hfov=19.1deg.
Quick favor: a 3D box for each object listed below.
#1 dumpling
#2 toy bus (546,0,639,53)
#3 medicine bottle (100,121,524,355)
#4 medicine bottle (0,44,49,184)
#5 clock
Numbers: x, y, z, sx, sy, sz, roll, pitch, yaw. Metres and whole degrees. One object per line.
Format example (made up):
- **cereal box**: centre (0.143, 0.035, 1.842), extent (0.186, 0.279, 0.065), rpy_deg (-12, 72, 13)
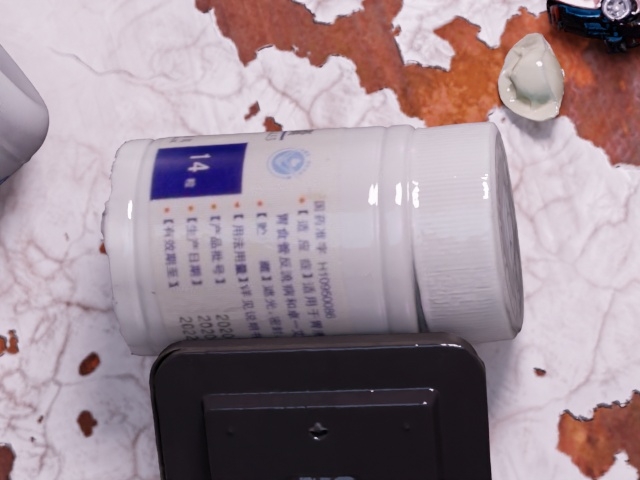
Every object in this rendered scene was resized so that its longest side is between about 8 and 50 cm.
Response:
- **dumpling**: centre (0.184, -0.141, 1.677), extent (0.059, 0.043, 0.077), rpy_deg (-20, 92, 22)
- **toy bus**: centre (0.315, -0.212, 1.654), extent (0.235, 0.073, 0.096), rpy_deg (5, 73, 11)
- **medicine bottle**: centre (0.000, 0.000, 1.601), extent (0.332, 0.190, 0.190), rpy_deg (-2, 79, 9)
- **medicine bottle**: centre (-0.419, -0.089, 1.660), extent (0.306, 0.245, 0.245), rpy_deg (-40, 76, 1)
- **clock**: centre (0.005, 0.211, 1.567), extent (0.279, 0.049, 0.273), rpy_deg (-3, 108, 10)
